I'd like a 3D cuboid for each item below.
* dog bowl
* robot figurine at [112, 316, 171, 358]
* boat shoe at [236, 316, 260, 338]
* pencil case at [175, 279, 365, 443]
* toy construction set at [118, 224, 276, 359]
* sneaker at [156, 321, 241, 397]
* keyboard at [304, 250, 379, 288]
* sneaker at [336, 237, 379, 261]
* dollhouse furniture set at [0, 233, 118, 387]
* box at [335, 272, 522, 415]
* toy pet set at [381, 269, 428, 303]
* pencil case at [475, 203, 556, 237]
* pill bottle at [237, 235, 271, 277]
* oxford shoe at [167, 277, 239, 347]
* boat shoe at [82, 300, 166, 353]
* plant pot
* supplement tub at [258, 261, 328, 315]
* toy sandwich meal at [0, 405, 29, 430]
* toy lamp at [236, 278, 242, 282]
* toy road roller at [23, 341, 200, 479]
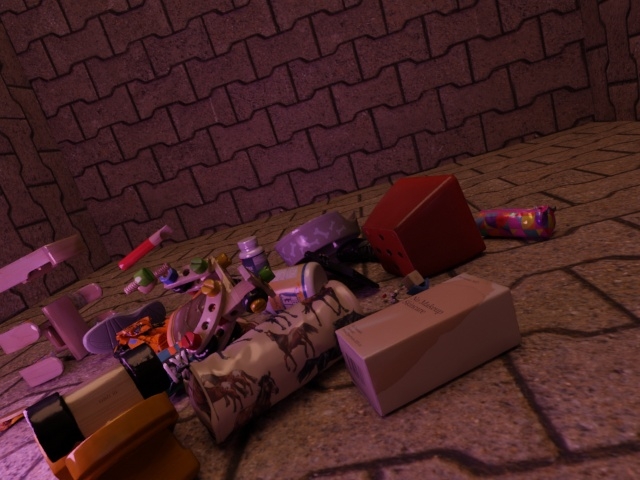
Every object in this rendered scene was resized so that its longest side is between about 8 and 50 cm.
[{"bbox_3d":[0.000,0.000,1.550,0.349,0.102,0.349,-26,-10,-5],"label":"dog bowl"},{"bbox_3d":[-0.542,0.306,1.300,0.291,0.084,0.211,-8,16,34],"label":"robot figurine"},{"bbox_3d":[-0.193,0.261,1.121,0.178,0.064,0.060,-2,51,52],"label":"boat shoe"},{"bbox_3d":[-0.086,0.235,0.862,0.411,0.159,0.184,-26,30,-31],"label":"pencil case"},{"bbox_3d":[-0.247,0.084,0.902,0.237,0.309,0.257,-39,29,5],"label":"toy construction set"},{"bbox_3d":[-0.319,0.285,1.005,0.121,0.108,0.302,-35,1,33],"label":"sneaker"},{"bbox_3d":[0.040,0.088,1.293,0.033,0.202,0.317,-61,23,-8],"label":"keyboard"},{"bbox_3d":[0.165,0.036,1.476,0.228,0.087,0.130,-10,8,8],"label":"sneaker"},{"bbox_3d":[-0.894,0.218,1.409,0.257,0.393,0.362,-25,12,9],"label":"dollhouse furniture set"},{"bbox_3d":[0.205,0.185,0.771,0.311,0.121,0.148,-22,14,-15],"label":"box"},{"bbox_3d":[0.249,0.134,1.100,0.122,0.065,0.114,-24,-20,-36],"label":"toy pet set"},{"bbox_3d":[0.613,-0.062,1.270,0.105,0.104,0.236,-27,14,-33],"label":"pencil case"},{"bbox_3d":[-0.275,0.079,1.658,0.108,0.180,0.108,-17,13,4],"label":"pill bottle"},{"bbox_3d":[-0.347,0.216,1.225,0.133,0.130,0.363,-32,18,17],"label":"oxford shoe"},{"bbox_3d":[-0.706,0.311,1.443,0.103,0.118,0.320,-17,8,28],"label":"boat shoe"},{"bbox_3d":[0.295,-0.027,1.254,0.236,0.267,0.267,-36,19,-18],"label":"plant pot"},{"bbox_3d":[-0.088,0.151,1.222,0.200,0.144,0.144,-13,14,20],"label":"supplement tub"},{"bbox_3d":[-0.838,0.485,1.095,0.086,0.029,0.085,-20,3,1],"label":"toy sandwich meal"},{"bbox_3d":[-0.250,0.173,1.476,0.275,0.080,0.080,-9,16,33],"label":"toy lamp"},{"bbox_3d":[-0.344,0.364,0.705,0.203,0.240,0.329,-29,-20,-38],"label":"toy road roller"}]
